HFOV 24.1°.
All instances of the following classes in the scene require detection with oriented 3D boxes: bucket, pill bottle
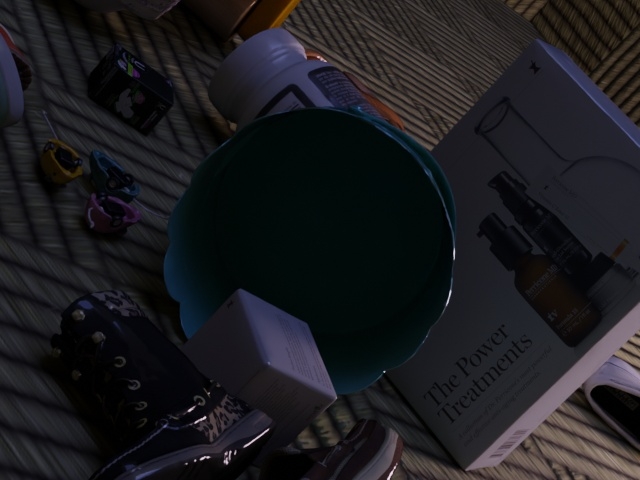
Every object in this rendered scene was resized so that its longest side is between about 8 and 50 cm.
[{"bbox_3d":[0.000,0.000,1.433,0.281,0.281,0.183,42,14,-3],"label":"bucket"},{"bbox_3d":[-0.003,-0.117,1.823,0.278,0.162,0.162,49,20,18],"label":"pill bottle"}]

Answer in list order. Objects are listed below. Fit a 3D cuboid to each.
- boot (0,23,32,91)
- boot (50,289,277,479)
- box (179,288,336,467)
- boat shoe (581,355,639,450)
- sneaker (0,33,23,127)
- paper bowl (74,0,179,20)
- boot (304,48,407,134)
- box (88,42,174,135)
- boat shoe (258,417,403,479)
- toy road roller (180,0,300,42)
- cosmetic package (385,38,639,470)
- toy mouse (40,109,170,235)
[{"bbox_3d":[-0.359,-0.210,1.490,0.158,0.059,0.085,40,14,-35],"label":"boot"},{"bbox_3d":[-0.151,0.127,1.140,0.178,0.085,0.236,42,20,14],"label":"boot"},{"bbox_3d":[-0.059,0.119,1.296,0.087,0.102,0.101,31,23,-37],"label":"box"},{"bbox_3d":[0.473,0.261,2.066,0.267,0.096,0.088,40,23,-4],"label":"boat shoe"},{"bbox_3d":[-0.387,-0.182,1.359,0.151,0.094,0.256,-47,113,-37],"label":"sneaker"},{"bbox_3d":[-0.277,-0.399,1.867,0.284,0.148,0.284,48,17,-20],"label":"paper bowl"},{"bbox_3d":[0.034,-0.141,2.037,0.220,0.109,0.283,51,19,24],"label":"boot"},{"bbox_3d":[-0.213,-0.170,1.691,0.083,0.052,0.062,35,21,-23],"label":"box"},{"bbox_3d":[0.000,0.201,1.256,0.095,0.095,0.257,37,19,1],"label":"boat shoe"},{"bbox_3d":[-0.100,-0.416,2.050,0.202,0.329,0.240,42,28,0],"label":"toy road roller"},{"bbox_3d":[0.210,0.018,1.623,0.284,0.377,0.097,51,20,24],"label":"cosmetic package"},{"bbox_3d":[-0.209,-0.042,1.454,0.143,0.031,0.161,29,23,-34],"label":"toy mouse"}]
